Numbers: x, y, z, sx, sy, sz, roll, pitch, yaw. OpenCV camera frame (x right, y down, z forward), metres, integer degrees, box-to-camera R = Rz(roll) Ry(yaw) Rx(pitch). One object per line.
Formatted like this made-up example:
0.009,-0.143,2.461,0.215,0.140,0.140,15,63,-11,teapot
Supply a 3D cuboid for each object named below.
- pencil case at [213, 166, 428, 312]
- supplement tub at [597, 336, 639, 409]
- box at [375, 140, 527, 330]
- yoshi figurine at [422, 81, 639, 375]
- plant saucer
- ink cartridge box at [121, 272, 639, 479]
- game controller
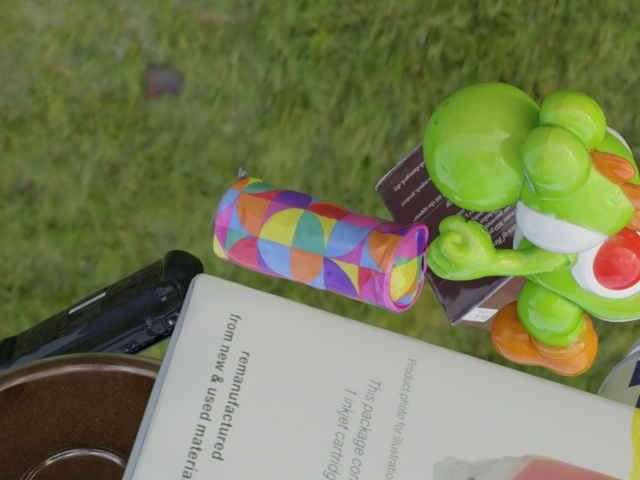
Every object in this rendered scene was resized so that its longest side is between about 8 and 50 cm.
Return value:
0.000,0.000,1.797,0.236,0.104,0.104,19,146,30,pencil case
0.411,0.265,1.977,0.235,0.325,0.235,13,130,16,supplement tub
0.205,-0.026,1.957,0.167,0.203,0.168,-43,151,27,box
0.187,-0.031,1.526,0.203,0.203,0.362,-13,150,5,yoshi figurine
-0.154,0.180,1.125,0.311,0.310,0.050,11,137,11,plant saucer
0.080,0.210,0.822,0.385,0.160,0.279,17,133,-3,ink cartridge box
-0.284,0.117,2.135,0.319,0.166,0.067,-27,108,13,game controller
